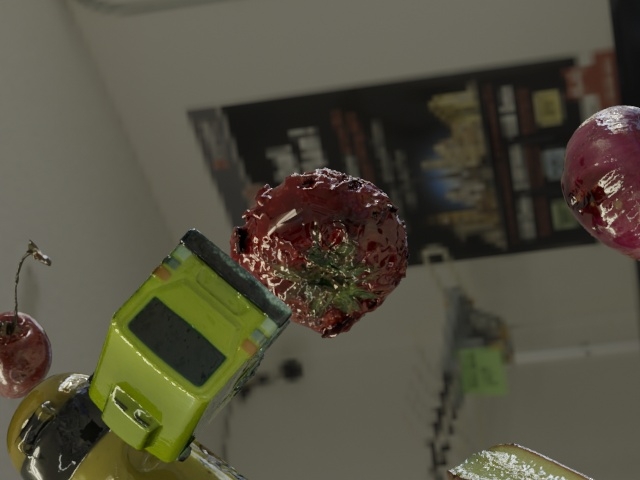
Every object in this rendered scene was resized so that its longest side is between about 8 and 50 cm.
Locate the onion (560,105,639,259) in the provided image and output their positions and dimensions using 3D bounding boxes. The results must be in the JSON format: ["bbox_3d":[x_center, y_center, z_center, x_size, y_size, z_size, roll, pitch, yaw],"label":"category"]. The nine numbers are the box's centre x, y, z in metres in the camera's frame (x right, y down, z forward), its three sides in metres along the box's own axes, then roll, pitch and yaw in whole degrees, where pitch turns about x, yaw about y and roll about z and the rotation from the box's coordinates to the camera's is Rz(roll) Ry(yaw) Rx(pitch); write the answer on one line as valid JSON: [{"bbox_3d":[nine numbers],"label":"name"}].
[{"bbox_3d":[0.338,-0.062,1.679,0.153,0.177,0.177,-59,-7,6],"label":"onion"}]

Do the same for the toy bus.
[{"bbox_3d":[-0.133,0.110,1.511,0.150,0.128,0.262,-48,-4,-25],"label":"toy bus"}]

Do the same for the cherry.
[{"bbox_3d":[-0.381,0.114,2.039,0.107,0.090,0.225,-113,34,-46],"label":"cherry"}]

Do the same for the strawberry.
[{"bbox_3d":[0.000,0.000,2.441,0.220,0.274,0.274,-80,-19,-56],"label":"strawberry"}]

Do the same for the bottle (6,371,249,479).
[{"bbox_3d":[-0.190,0.280,1.765,0.171,0.351,0.171,-50,-11,-13],"label":"bottle"}]

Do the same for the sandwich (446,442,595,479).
[{"bbox_3d":[0.245,0.293,1.723,0.258,0.094,0.096,19,136,60],"label":"sandwich"}]
